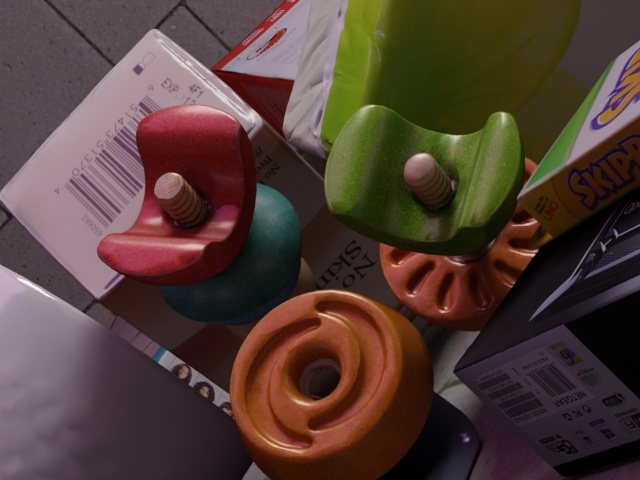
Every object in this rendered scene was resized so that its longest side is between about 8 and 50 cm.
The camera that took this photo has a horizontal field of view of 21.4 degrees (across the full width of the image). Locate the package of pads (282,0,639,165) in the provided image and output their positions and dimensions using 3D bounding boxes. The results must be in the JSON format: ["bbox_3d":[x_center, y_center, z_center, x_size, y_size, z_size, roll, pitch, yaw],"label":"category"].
[{"bbox_3d":[0.118,-0.168,1.022,0.101,0.229,0.296,8,84,58],"label":"package of pads"}]

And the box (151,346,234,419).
[{"bbox_3d":[-0.118,0.146,1.512,0.060,0.100,0.244,-41,9,38],"label":"box"}]

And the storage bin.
[{"bbox_3d":[0.011,0.140,0.921,0.091,0.098,0.135,-53,2,35],"label":"storage bin"}]

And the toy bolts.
[{"bbox_3d":[0.004,0.039,0.897,0.228,0.158,0.218,10,68,28],"label":"toy bolts"}]

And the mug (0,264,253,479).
[{"bbox_3d":[-0.261,0.214,1.264,0.328,0.276,0.374,-57,15,-12],"label":"mug"}]

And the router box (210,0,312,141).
[{"bbox_3d":[0.093,-0.209,1.296,0.335,0.082,0.301,-44,17,-8],"label":"router box"}]

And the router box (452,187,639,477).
[{"bbox_3d":[0.218,-0.036,0.729,0.243,0.081,0.309,-51,9,-30],"label":"router box"}]

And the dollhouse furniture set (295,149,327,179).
[{"bbox_3d":[0.000,0.000,1.407,0.182,0.161,0.101,-49,8,-28],"label":"dollhouse furniture set"}]

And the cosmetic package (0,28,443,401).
[{"bbox_3d":[-0.052,0.012,1.122,0.153,0.129,0.296,-49,-37,0],"label":"cosmetic package"}]

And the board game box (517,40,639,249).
[{"bbox_3d":[0.185,-0.087,0.749,0.259,0.039,0.124,-41,8,50],"label":"board game box"}]
